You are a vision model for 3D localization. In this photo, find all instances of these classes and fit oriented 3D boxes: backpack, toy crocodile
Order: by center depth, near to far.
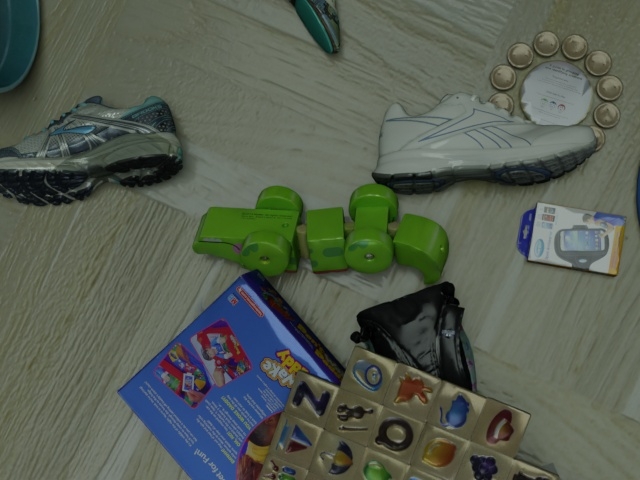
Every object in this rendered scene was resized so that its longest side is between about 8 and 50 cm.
[{"bbox_3d":[0.139,0.158,1.657,0.152,0.115,0.182,-21,82,14],"label":"backpack"},{"bbox_3d":[0.000,0.000,1.700,0.340,0.105,0.115,0,44,7],"label":"toy crocodile"}]

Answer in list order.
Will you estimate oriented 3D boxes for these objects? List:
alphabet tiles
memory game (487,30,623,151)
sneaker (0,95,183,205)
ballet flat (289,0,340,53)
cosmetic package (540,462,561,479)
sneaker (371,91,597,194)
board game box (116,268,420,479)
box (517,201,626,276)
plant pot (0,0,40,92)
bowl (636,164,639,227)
[{"bbox_3d":[0.100,0.299,1.565,0.342,0.011,0.285,21,99,11],"label":"alphabet tiles"},{"bbox_3d":[0.318,-0.195,1.735,0.186,0.012,0.186,-1,83,5],"label":"memory game"},{"bbox_3d":[-0.329,-0.128,1.754,0.283,0.110,0.122,-8,65,2],"label":"sneaker"},{"bbox_3d":[-0.017,-0.344,1.759,0.070,0.070,0.188,-38,85,0],"label":"ballet flat"},{"bbox_3d":[0.205,0.372,1.604,0.239,0.060,0.099,-31,76,26],"label":"cosmetic package"},{"bbox_3d":[0.213,-0.137,1.685,0.297,0.111,0.129,-2,76,10],"label":"sneaker"},{"bbox_3d":[-0.060,0.244,1.643,0.233,0.078,0.347,-42,85,13],"label":"board game box"},{"bbox_3d":[0.333,-0.003,1.703,0.136,0.028,0.081,9,84,4],"label":"box"},{"bbox_3d":[-0.558,-0.320,1.712,0.255,0.271,0.272,-4,83,18],"label":"plant pot"},{"bbox_3d":[0.613,-0.065,1.661,0.391,0.077,0.391,-1,83,5],"label":"bowl"}]
